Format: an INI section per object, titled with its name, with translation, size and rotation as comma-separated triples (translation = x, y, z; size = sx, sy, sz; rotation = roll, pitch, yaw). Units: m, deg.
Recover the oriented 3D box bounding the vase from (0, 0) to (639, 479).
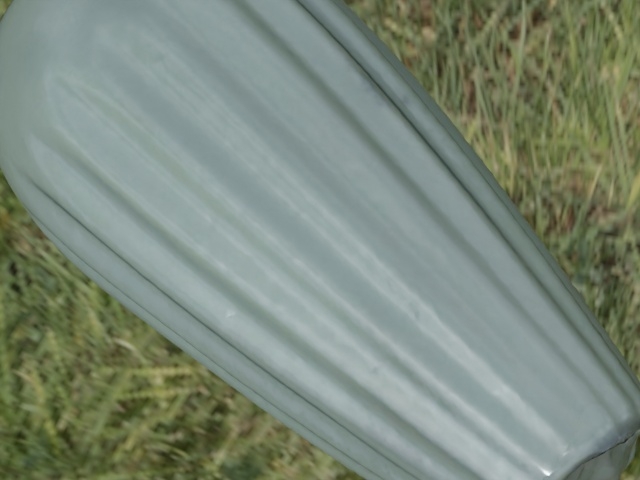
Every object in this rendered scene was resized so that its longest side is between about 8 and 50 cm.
[vase]
translation = 0.000, 0.000, 0.611
size = 0.128, 0.128, 0.248
rotation = -45, 68, -4
